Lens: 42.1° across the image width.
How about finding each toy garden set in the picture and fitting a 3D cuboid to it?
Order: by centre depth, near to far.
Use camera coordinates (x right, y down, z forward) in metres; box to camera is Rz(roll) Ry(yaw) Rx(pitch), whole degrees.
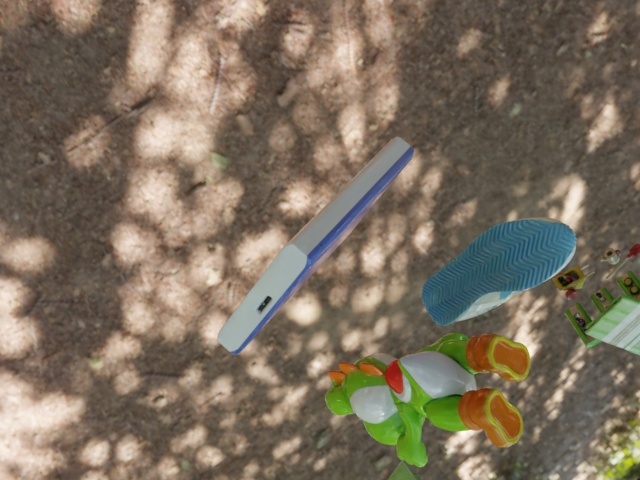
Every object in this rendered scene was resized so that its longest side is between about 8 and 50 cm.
[{"bbox_3d":[0.653,0.097,1.873,0.244,0.204,0.049,-35,131,14],"label":"toy garden set"}]

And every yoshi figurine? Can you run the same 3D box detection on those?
[{"bbox_3d":[0.175,0.258,1.361,0.362,0.203,0.203,-13,-175,45],"label":"yoshi figurine"}]

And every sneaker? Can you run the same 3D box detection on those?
[{"bbox_3d":[0.227,0.031,1.032,0.092,0.087,0.228,-15,167,-41],"label":"sneaker"}]

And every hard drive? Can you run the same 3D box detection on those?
[{"bbox_3d":[0.000,0.000,1.109,0.210,0.040,0.319,-51,177,40],"label":"hard drive"}]

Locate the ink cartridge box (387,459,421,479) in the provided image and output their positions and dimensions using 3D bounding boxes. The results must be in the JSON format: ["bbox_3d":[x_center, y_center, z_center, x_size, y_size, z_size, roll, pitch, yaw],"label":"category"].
[{"bbox_3d":[0.093,0.332,0.914,0.062,0.109,0.209,-8,140,-39],"label":"ink cartridge box"}]

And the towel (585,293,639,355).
[{"bbox_3d":[0.523,0.141,1.346,0.152,0.023,0.113,22,136,-7],"label":"towel"}]

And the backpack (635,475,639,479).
[{"bbox_3d":[0.714,0.558,1.571,0.213,0.263,0.276,20,115,-31],"label":"backpack"}]
